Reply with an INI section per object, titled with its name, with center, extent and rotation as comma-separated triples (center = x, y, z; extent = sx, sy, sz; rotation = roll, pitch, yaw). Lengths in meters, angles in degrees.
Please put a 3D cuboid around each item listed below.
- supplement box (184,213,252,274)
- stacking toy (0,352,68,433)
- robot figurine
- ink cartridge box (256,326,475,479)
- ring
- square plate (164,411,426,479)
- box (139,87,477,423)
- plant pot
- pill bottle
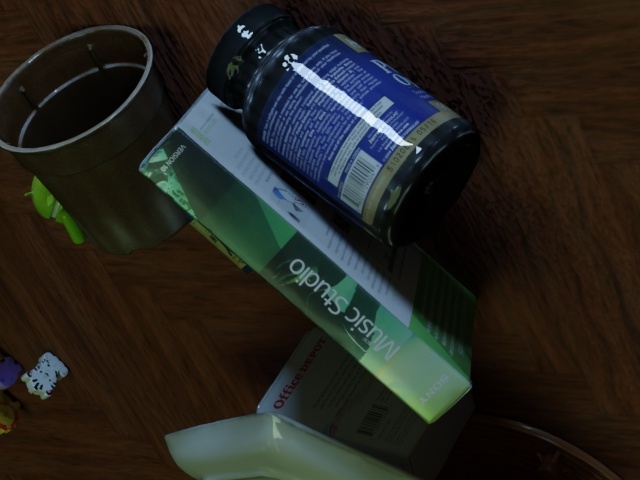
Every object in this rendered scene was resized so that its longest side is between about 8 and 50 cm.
[supplement box]
center = -0.065, -0.031, 1.626
extent = 0.083, 0.083, 0.056
rotation = 42, 142, -7
[stacking toy]
center = -0.424, 0.132, 2.108
extent = 0.221, 0.052, 0.167
rotation = 44, 142, -9
[robot figurine]
center = -0.238, -0.046, 1.744
extent = 0.115, 0.101, 0.067
rotation = 15, 130, -11
[ink cartridge box]
center = 0.045, 0.167, 1.715
extent = 0.175, 0.127, 0.072
rotation = 12, 140, 30
[ring]
center = 0.210, 0.309, 1.815
extent = 0.337, 0.032, 0.336
rotation = 21, 140, 18
[square plate]
center = 0.037, 0.268, 1.705
extent = 0.347, 0.049, 0.344
rotation = 28, 161, -15
[box]
center = 0.000, 0.000, 1.500
extent = 0.322, 0.232, 0.058
rotation = 40, 106, -5
[plant pot]
center = -0.197, -0.084, 1.621
extent = 0.167, 0.167, 0.165
rotation = 5, 140, 34
[pill bottle]
center = 0.014, -0.101, 1.442
extent = 0.219, 0.123, 0.123
rotation = 38, 145, 20
